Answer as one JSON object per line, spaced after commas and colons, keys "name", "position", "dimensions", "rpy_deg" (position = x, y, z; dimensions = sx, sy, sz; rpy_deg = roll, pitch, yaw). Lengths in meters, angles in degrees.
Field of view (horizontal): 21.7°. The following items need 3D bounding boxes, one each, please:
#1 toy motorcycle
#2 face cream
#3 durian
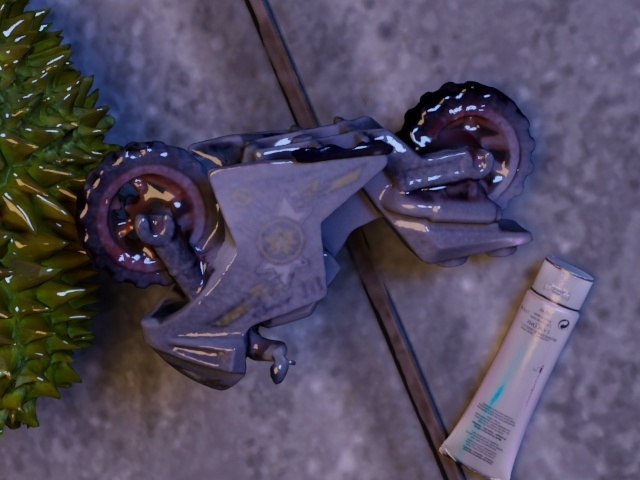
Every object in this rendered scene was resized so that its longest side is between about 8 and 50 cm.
{"name": "toy motorcycle", "position": [0.000, 0.000, 0.765], "dimensions": [0.215, 0.080, 0.122], "rpy_deg": [-11, 108, -12]}
{"name": "face cream", "position": [0.095, 0.063, 0.801], "dimensions": [0.038, 0.020, 0.115], "rpy_deg": [27, 104, 14]}
{"name": "durian", "position": [-0.233, -0.022, 0.800], "dimensions": [0.291, 0.225, 0.291], "rpy_deg": [2, 94, 23]}
